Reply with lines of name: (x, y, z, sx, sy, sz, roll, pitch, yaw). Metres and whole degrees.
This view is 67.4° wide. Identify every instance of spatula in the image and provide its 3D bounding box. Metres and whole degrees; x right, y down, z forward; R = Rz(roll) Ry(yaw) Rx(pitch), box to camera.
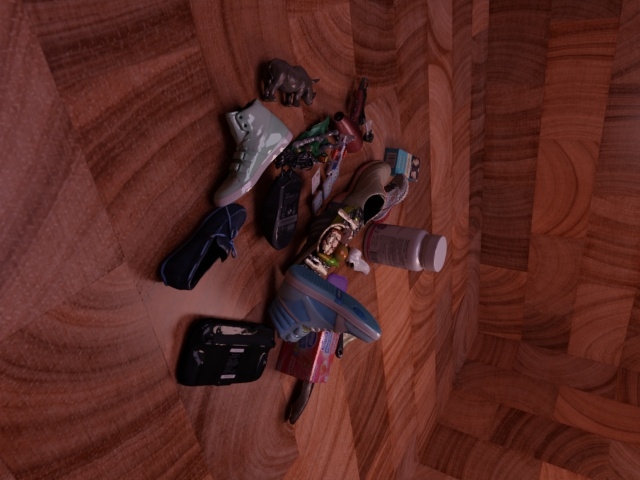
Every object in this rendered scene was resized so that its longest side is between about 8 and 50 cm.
spatula: (0.056, 0.244, 1.579, 0.084, 0.030, 0.297, 20, 48, -26)

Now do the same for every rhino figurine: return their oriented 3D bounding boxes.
rhino figurine: (-0.069, -0.402, 1.246, 0.243, 0.073, 0.107, -12, 112, -59)

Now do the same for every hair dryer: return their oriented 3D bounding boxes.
hair dryer: (0.099, -0.395, 1.543, 0.293, 0.080, 0.224, -49, 134, -60)

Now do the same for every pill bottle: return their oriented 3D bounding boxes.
pill bottle: (0.321, 0.028, 1.822, 0.160, 0.282, 0.161, -26, 121, -54)

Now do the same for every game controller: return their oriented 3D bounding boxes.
game controller: (-0.228, 0.287, 1.220, 0.319, 0.067, 0.167, 25, 92, -58)

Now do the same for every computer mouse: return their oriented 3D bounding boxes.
computer mouse: (-0.102, -0.111, 1.263, 0.188, 0.072, 0.273, -18, 123, -63)

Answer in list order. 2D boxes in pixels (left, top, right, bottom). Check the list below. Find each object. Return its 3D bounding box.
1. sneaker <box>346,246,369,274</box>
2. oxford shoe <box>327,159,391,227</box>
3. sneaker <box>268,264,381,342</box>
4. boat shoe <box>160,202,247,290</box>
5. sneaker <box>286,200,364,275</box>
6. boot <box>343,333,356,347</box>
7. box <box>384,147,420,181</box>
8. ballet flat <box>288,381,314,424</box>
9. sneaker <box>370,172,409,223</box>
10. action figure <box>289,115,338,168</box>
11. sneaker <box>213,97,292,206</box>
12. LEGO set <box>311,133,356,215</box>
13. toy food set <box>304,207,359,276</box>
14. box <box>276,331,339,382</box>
sneaker: (0.132, 0.087, 1.762, 0.061, 0.053, 0.152, -56, 137, -19)
oxford shoe: (0.174, -0.151, 1.654, 0.397, 0.146, 0.141, -52, 139, -39)
sneaker: (-0.002, 0.232, 1.359, 0.208, 0.318, 0.127, -56, 178, 14)
boat shoe: (-0.236, 0.021, 1.070, 0.258, 0.088, 0.109, -55, 153, -30)
sneaker: (0.000, 0.000, 1.456, 0.300, 0.121, 0.111, -46, 136, -16)
boot: (0.079, 0.280, 1.704, 0.213, 0.077, 0.165, -31, 122, -51)
box: (0.334, -0.306, 1.960, 0.244, 0.060, 0.101, 2, 98, -59)
ballet flat: (-0.051, 0.476, 1.571, 0.250, 0.058, 0.084, -64, -178, -15)
sneaker: (0.256, -0.170, 1.819, 0.225, 0.088, 0.093, -53, 136, -16)
action figure: (-0.029, -0.261, 1.373, 0.232, 0.063, 0.137, -36, 132, -45)
sneaker: (-0.194, -0.207, 1.102, 0.151, 0.094, 0.256, 46, 72, -28)
LEGO set: (0.035, -0.199, 1.418, 0.183, 0.060, 0.244, -59, 165, -26)
toy food set: (0.044, 0.011, 1.382, 0.192, 0.038, 0.132, -57, 138, -3)
box: (-0.025, 0.295, 1.479, 0.122, 0.128, 0.257, 28, 76, -59)
